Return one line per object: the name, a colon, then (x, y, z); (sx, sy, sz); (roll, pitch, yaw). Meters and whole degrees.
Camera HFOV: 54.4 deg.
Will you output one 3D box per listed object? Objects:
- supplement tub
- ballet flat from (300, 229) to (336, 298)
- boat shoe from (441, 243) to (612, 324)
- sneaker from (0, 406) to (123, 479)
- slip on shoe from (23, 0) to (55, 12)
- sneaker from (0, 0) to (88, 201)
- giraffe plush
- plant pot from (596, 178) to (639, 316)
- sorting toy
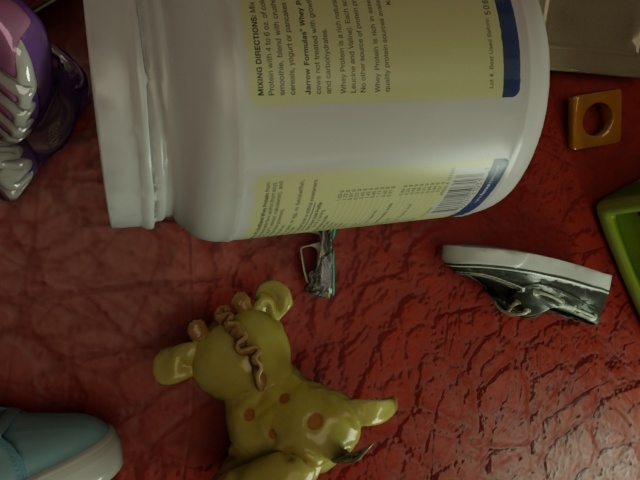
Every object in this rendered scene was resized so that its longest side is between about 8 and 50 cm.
supplement tub: (-0.013, -0.124, 0.509); (0.324, 0.235, 0.236); (-6, 95, -17)
ballet flat: (0.000, 0.000, 0.625); (0.041, 0.041, 0.115); (6, 91, -18)
boat shoe: (0.227, 0.051, 0.680); (0.219, 0.077, 0.070); (13, 88, -20)
sneaker: (-0.342, 0.147, 0.472); (0.365, 0.135, 0.150); (-2, 97, -19)
slip on shoe: (-0.320, -0.163, 0.453); (0.331, 0.101, 0.123); (-31, 101, 5)
sneaker: (-0.221, -0.115, 0.459); (0.095, 0.236, 0.104); (47, 62, -7)
giraffe plush: (-0.057, 0.141, 0.557); (0.181, 0.210, 0.171); (-29, 76, -45)
plant pot: (0.494, -0.001, 0.693); (0.207, 0.227, 0.228); (-33, 102, -20)
sorting toy: (0.302, -0.278, 0.692); (0.195, 0.047, 0.348); (1, 106, -13)
